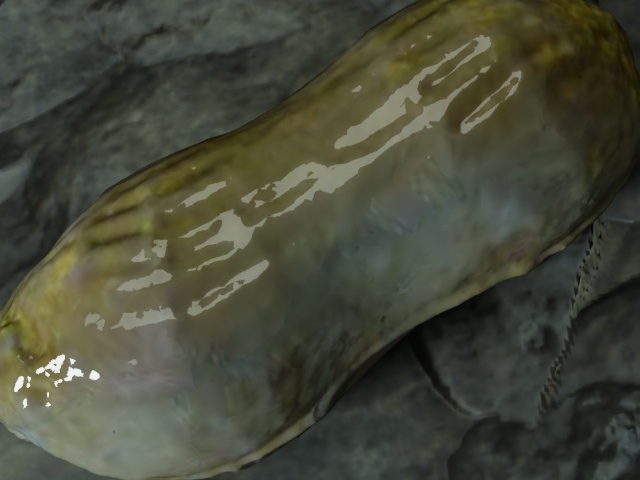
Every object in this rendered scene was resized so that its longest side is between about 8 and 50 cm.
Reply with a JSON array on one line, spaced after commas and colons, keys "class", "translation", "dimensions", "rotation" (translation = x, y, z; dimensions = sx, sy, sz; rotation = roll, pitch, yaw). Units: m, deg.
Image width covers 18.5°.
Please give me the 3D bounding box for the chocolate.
[{"class": "chocolate", "translation": [0.000, 0.000, 0.824], "dimensions": [0.309, 0.134, 0.134], "rotation": [-30, 57, -3]}]
